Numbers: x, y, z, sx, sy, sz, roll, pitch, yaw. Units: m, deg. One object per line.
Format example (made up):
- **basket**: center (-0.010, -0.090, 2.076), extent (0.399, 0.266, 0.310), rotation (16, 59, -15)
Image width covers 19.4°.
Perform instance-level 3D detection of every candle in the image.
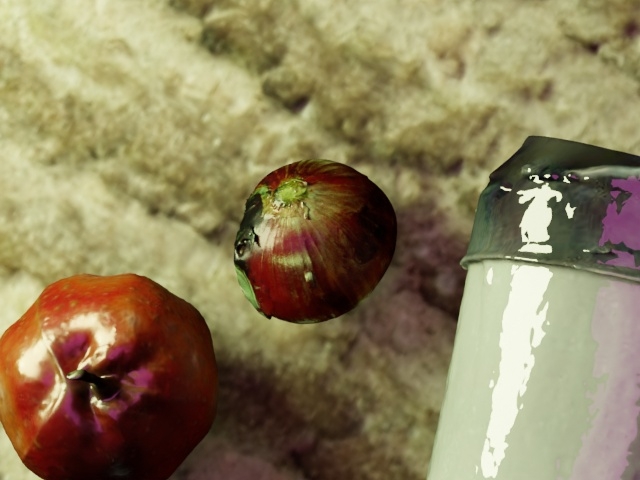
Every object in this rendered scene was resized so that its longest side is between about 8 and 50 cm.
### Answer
- **candle**: center (0.179, 0.116, 1.198), extent (0.221, 0.221, 0.342), rotation (12, 86, 10)

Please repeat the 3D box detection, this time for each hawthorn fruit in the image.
- **hawthorn fruit**: center (-0.147, 0.096, 1.259), extent (0.157, 0.194, 0.157), rotation (0, 87, -1)

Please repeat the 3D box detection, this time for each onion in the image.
- **onion**: center (0.000, 0.000, 1.297), extent (0.119, 0.118, 0.117), rotation (-3, 65, 8)
